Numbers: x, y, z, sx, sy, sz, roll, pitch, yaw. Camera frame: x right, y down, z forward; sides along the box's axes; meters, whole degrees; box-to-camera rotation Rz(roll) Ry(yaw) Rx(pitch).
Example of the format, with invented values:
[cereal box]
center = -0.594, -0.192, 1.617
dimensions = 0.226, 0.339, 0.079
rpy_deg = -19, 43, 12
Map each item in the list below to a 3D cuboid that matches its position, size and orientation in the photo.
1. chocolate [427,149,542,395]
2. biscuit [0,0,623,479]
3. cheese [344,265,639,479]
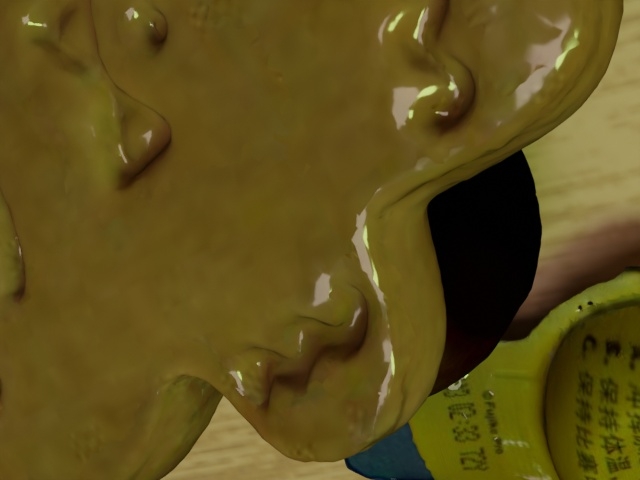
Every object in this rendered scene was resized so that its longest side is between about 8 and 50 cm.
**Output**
[chocolate]
center = 0.000, 0.000, 0.588
dimensions = 0.133, 0.124, 0.127
rpy_deg = 3, 138, 38
[biscuit]
center = -0.070, -0.041, 0.544
dimensions = 0.355, 0.052, 0.275
rpy_deg = -34, 76, 34
[cheese]
center = 0.111, 0.073, 0.636
dimensions = 0.250, 0.064, 0.157
rpy_deg = 3, 124, 29
